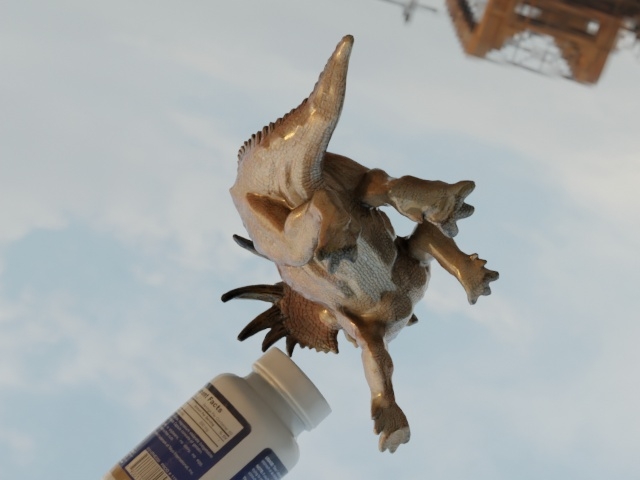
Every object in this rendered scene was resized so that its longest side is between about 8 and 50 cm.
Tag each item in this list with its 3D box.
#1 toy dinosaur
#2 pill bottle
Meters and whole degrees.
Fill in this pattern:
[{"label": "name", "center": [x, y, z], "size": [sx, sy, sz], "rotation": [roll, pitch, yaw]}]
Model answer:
[{"label": "toy dinosaur", "center": [0.000, 0.000, 0.896], "size": [0.127, 0.295, 0.200], "rotation": [-38, -140, -19]}, {"label": "pill bottle", "center": [-0.054, 0.115, 0.743], "size": [0.120, 0.067, 0.067], "rotation": [-41, -128, -11]}]
